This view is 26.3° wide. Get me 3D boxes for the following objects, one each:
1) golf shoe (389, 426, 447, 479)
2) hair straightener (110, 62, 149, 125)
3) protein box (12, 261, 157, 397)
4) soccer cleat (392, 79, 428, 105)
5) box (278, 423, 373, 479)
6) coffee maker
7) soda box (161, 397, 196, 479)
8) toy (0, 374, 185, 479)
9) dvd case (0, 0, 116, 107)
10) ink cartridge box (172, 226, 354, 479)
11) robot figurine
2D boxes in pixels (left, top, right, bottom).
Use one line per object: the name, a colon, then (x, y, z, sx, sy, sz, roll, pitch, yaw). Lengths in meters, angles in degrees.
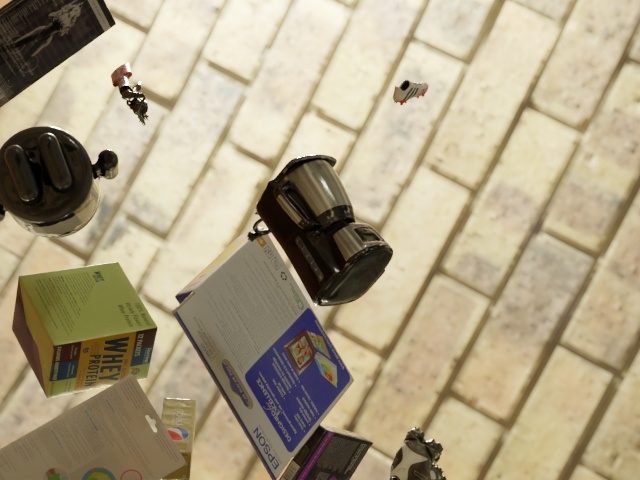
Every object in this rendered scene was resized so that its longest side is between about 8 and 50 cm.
golf shoe: (0.136, 0.357, 2.040, 0.094, 0.077, 0.198, -51, -29, -23)
hair straightener: (-0.305, -0.241, 2.297, 0.047, 0.089, 0.230, -36, 20, -4)
protein box: (-0.443, 0.164, 2.558, 0.201, 0.200, 0.136, -9, -47, -30)
soccer cleat: (0.149, -0.249, 2.240, 0.083, 0.029, 0.036, -28, -51, -38)
box: (0.011, 0.366, 2.269, 0.116, 0.029, 0.162, -57, -36, 4)
coffee maker: (0.000, 0.000, 1.857, 0.120, 0.178, 0.171, -18, -28, -27)
soda box: (-0.255, 0.349, 2.425, 0.181, 0.061, 0.058, -94, 9, -65)
toy: (-0.309, 0.281, 1.745, 0.237, 0.137, 0.056, -30, 11, -5)
dvd case: (-0.415, -0.305, 2.005, 0.221, 0.018, 0.164, -37, -27, -8)
ink cartridge box: (-0.099, 0.174, 2.123, 0.072, 0.304, 0.307, -22, 13, 35)
robot figurine: (-0.469, -0.096, 2.366, 0.278, 0.209, 0.174, 110, 177, -79)
